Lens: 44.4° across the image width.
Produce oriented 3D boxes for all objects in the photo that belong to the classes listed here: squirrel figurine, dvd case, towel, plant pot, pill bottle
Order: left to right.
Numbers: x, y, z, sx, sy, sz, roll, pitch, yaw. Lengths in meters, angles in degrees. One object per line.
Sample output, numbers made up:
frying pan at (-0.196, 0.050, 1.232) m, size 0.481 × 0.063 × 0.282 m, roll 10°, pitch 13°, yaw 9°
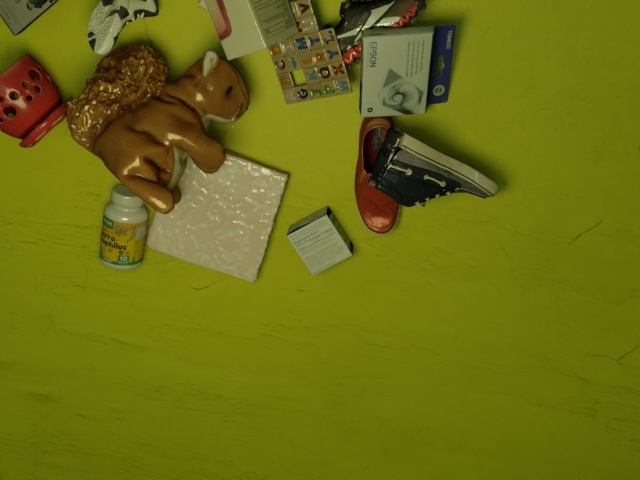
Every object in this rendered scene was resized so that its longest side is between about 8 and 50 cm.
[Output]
dvd case at (-0.720, -0.602, 1.844) m, size 0.238 × 0.029 × 0.179 m, roll -12°, pitch 116°, yaw 47°
plant pot at (-0.730, -0.335, 1.939) m, size 0.191 × 0.191 × 0.174 m, roll -35°, pitch 109°, yaw 18°
pill bottle at (-0.520, -0.037, 2.086) m, size 0.117 × 0.117 × 0.208 m, roll 13°, pitch 114°, yaw -1°
squirrel figurine at (-0.375, -0.315, 1.856) m, size 0.397 × 0.281 × 0.370 m, roll 38°, pitch 93°, yaw -2°
towel at (-0.274, -0.082, 2.078) m, size 0.317 × 0.053 × 0.332 m, roll 19°, pitch 111°, yaw -3°

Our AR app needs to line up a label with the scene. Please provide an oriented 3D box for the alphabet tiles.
alphabet tiles at (-0.039, -0.452, 1.878) m, size 0.198 × 0.009 × 0.237 m, roll -3°, pitch 116°, yaw 36°

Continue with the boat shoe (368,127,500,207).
boat shoe at (0.273, -0.141, 1.928) m, size 0.340 × 0.127 × 0.158 m, roll 24°, pitch 101°, yaw -22°

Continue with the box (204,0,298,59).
box at (-0.171, -0.554, 1.797) m, size 0.127 × 0.148 × 0.232 m, roll -6°, pitch 113°, yaw 37°

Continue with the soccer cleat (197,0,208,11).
soccer cleat at (-0.270, -0.639, 1.841) m, size 0.076 × 0.068 × 0.196 m, roll -14°, pitch 113°, yaw -5°

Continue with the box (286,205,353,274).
box at (0.000, 0.000, 2.080) m, size 0.126 × 0.072 × 0.137 m, roll -28°, pitch 109°, yaw 16°

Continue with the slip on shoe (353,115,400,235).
slip on shoe at (0.145, -0.162, 1.983) m, size 0.123 × 0.101 × 0.331 m, roll 0°, pitch 114°, yaw 3°

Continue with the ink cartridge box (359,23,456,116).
ink cartridge box at (0.204, -0.396, 1.847) m, size 0.224 × 0.045 × 0.223 m, roll -6°, pitch 134°, yaw -4°

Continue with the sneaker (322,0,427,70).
sneaker at (0.119, -0.521, 1.832) m, size 0.276 × 0.098 × 0.135 m, roll -32°, pitch 109°, yaw 18°

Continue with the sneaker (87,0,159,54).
sneaker at (-0.447, -0.529, 1.846) m, size 0.094 × 0.153 × 0.235 m, roll 5°, pitch 81°, yaw 34°
